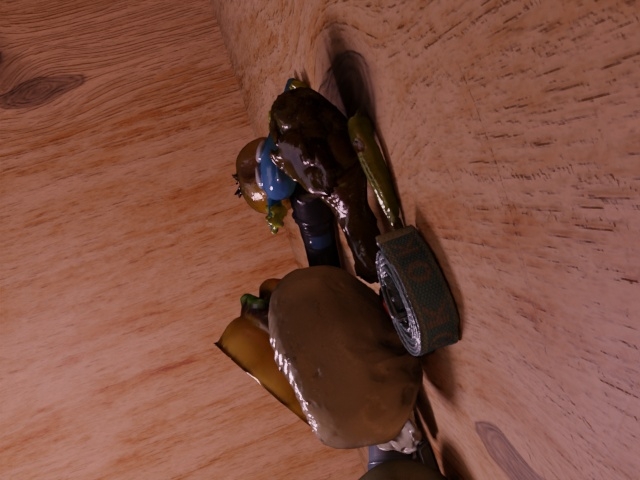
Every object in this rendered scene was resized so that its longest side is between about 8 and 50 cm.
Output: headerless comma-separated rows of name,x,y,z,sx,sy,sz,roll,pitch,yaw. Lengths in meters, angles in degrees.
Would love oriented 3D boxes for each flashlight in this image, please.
flashlight,0.000,0.000,2.056,0.423,0.103,0.103,77,171,-51

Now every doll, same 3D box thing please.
doll,-0.103,-0.197,1.859,0.341,0.099,0.345,-120,39,-70

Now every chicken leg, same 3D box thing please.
chicken leg,0.031,-0.094,1.384,0.361,0.140,0.211,62,-165,-1

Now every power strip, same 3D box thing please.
power strip,0.243,0.518,1.740,0.060,0.027,0.252,109,142,-79

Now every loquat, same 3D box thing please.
loquat,-0.138,-0.174,2.226,0.213,0.213,0.213,162,90,-83

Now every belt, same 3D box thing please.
belt,0.135,0.083,1.204,0.163,0.082,0.147,-116,14,-45

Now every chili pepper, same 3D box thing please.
chili pepper,0.084,-0.106,1.274,0.208,0.043,0.049,71,161,3

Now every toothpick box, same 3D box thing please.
toothpick box,0.151,0.440,1.787,0.101,0.101,0.153,90,180,-70

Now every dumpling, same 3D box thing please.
dumpling,0.118,0.337,1.700,0.258,0.147,0.193,45,146,35

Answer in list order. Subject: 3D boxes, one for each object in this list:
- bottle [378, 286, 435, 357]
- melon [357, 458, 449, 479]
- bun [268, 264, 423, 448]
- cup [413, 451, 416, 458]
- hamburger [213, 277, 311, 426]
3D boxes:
bottle,0.141,0.123,1.370,0.164,0.060,0.060,-119,12,-57
melon,0.158,0.552,1.583,0.308,0.272,0.271,-57,44,43
bun,0.043,0.191,1.490,0.326,0.235,0.362,58,-173,-30
cup,0.175,0.435,1.888,0.104,0.074,0.116,76,169,-50
hamburger,-0.055,0.269,2.118,0.396,0.277,0.395,39,171,8
